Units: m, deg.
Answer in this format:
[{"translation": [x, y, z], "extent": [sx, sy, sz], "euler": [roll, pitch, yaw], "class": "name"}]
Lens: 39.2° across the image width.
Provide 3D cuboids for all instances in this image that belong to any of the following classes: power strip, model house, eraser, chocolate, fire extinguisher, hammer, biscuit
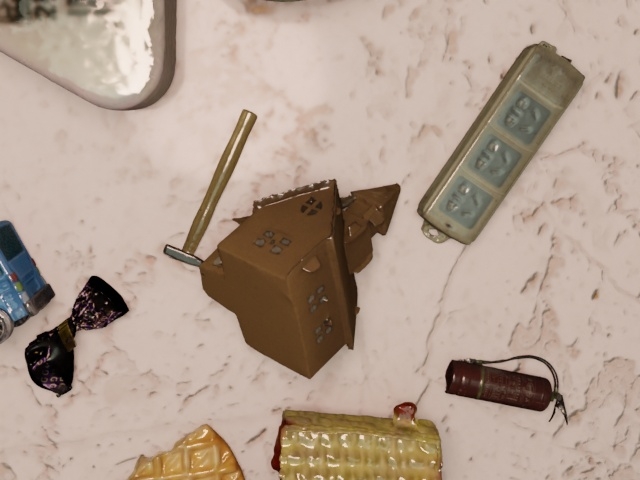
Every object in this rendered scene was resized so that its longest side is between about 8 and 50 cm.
[{"translation": [0.210, -0.111, 1.061], "extent": [0.078, 0.052, 0.272], "euler": [33, 95, -8], "class": "power strip"}, {"translation": [0.000, 0.000, 1.034], "extent": [0.248, 0.176, 0.180], "euler": [-41, 140, -30], "class": "model house"}, {"translation": [-0.261, -0.279, 0.957], "extent": [0.332, 0.150, 0.331], "euler": [-1, 100, -4], "class": "eraser"}, {"translation": [-0.293, 0.114, 1.057], "extent": [0.072, 0.070, 0.147], "euler": [37, 90, -3], "class": "chocolate"}, {"translation": [0.235, 0.175, 1.112], "extent": [0.157, 0.045, 0.078], "euler": [12, 76, -4], "class": "fire extinguisher"}, {"translation": [-0.120, -0.061, 1.066], "extent": [0.062, 0.013, 0.198], "euler": [25, 97, -7], "class": "hammer"}, {"translation": [0.034, 0.309, 1.061], "extent": [0.196, 0.160, 0.253], "euler": [7, 96, -5], "class": "model house"}, {"translation": [-0.212, 0.383, 1.113], "extent": [0.309, 0.040, 0.204], "euler": [-35, 99, 2], "class": "biscuit"}]

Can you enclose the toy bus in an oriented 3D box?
[{"translation": [-0.440, 0.078, 1.016], "extent": [0.234, 0.116, 0.133], "euler": [-26, 101, -1], "class": "toy bus"}]
